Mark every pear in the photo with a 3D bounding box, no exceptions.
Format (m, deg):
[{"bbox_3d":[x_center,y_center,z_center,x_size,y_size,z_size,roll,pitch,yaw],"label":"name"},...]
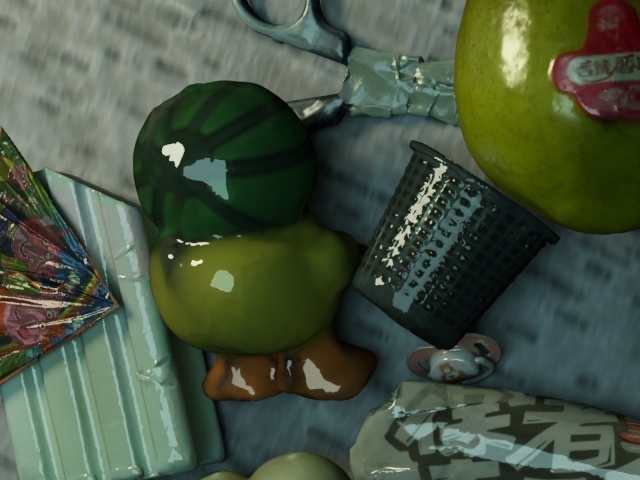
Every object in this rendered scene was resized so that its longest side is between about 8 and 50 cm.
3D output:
[{"bbox_3d":[0.256,-0.188,1.691,0.287,0.287,0.375,-15,80,20],"label":"pear"}]

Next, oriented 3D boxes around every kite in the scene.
[{"bbox_3d":[-0.312,0.048,1.920,0.234,0.016,0.321,14,97,18],"label":"kite"}]

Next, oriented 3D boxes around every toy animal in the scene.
[{"bbox_3d":[-0.082,0.008,1.839,0.216,0.191,0.338,-7,102,31],"label":"toy animal"}]

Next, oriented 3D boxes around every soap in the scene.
[{"bbox_3d":[-0.245,0.092,1.963,0.208,0.115,0.347,-15,86,20],"label":"soap"}]

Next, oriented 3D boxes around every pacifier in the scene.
[{"bbox_3d":[0.137,0.108,1.861,0.099,0.081,0.078,-21,52,25],"label":"pacifier"}]

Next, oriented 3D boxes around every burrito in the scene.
[{"bbox_3d":[0.245,0.227,1.797,0.445,0.101,0.139,9,104,19],"label":"burrito"}]

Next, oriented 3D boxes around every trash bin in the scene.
[{"bbox_3d":[0.118,0.013,1.782,0.175,0.175,0.161,35,90,16],"label":"trash bin"}]

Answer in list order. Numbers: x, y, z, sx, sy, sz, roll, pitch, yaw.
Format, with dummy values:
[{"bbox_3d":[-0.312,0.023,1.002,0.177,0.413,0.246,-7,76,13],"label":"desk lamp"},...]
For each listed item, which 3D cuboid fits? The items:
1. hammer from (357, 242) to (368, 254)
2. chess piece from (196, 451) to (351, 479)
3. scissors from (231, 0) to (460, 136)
[{"bbox_3d":[0.000,0.000,1.922,0.292,0.029,0.058,14,94,21],"label":"hammer"},{"bbox_3d":[-0.116,0.313,1.904,0.330,0.182,0.182,-20,85,14],"label":"chess piece"},{"bbox_3d":[0.072,-0.166,1.887,0.383,0.029,0.256,5,93,19],"label":"scissors"}]
